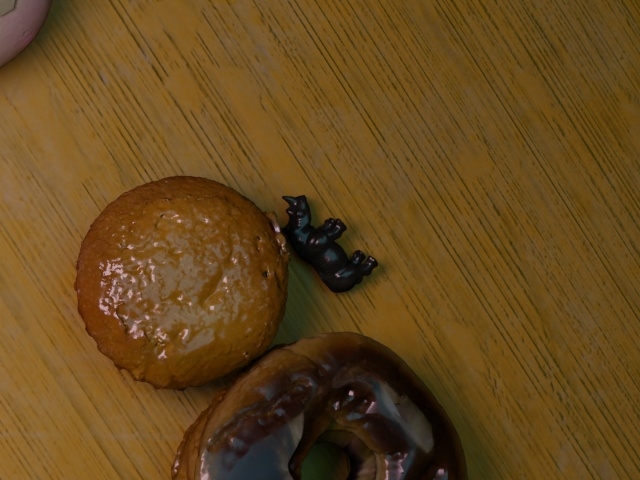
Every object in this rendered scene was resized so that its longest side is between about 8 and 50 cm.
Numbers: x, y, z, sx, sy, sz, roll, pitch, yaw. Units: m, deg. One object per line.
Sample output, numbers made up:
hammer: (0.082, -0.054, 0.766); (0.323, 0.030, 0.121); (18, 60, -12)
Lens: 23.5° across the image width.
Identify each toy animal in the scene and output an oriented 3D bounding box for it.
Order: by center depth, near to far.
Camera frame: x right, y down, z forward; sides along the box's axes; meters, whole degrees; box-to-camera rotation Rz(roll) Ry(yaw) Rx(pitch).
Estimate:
toy animal: (0.000, 0.000, 1.786); (0.065, 0.047, 0.135); (-43, 103, -14)

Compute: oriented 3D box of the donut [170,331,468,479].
donut: (-0.007, 0.255, 1.688); (0.330, 0.160, 0.330); (2, 86, -31)

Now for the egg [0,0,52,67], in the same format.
egg: (-0.368, -0.270, 1.613); (0.217, 0.183, 0.183); (-41, 96, -14)

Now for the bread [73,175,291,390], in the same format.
bread: (-0.154, 0.047, 1.664); (0.240, 0.139, 0.240); (4, 78, -21)
